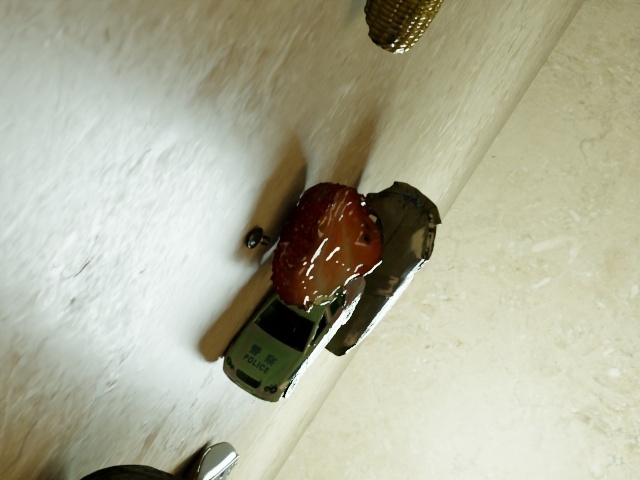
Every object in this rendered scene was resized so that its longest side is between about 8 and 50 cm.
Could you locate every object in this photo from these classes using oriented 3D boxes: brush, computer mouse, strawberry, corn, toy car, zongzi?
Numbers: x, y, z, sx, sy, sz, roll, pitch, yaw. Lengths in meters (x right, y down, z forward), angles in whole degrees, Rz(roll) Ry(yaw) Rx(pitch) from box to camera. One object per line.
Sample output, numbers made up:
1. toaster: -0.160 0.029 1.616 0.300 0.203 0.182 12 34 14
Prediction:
1. brush: -0.061 -0.001 1.114 0.024 0.008 0.083 -61 171 1
2. computer mouse: -0.172 0.345 1.596 0.102 0.045 0.199 -60 171 10
3. strawberry: -0.001 0.003 1.206 0.140 0.085 0.192 -43 150 3
4. corn: 0.088 -0.239 0.903 0.072 0.072 0.203 -48 168 -47
5. toy car: -0.029 0.095 1.360 0.224 0.090 0.076 -50 165 -37
6. zongzi: 0.085 0.011 1.583 0.251 0.125 0.274 -53 176 23

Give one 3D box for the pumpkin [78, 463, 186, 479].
1. pumpkin: -0.192 0.350 0.962 0.320 0.192 0.320 17 90 -74
